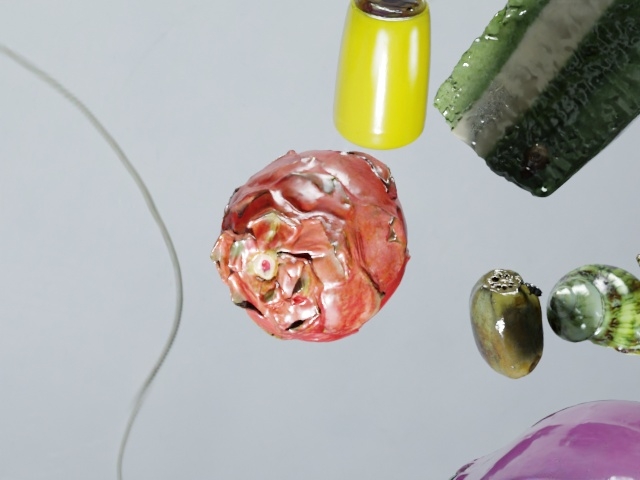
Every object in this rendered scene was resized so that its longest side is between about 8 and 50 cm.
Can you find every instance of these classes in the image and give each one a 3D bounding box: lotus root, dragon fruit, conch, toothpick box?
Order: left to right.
[{"bbox_3d":[-0.008,0.005,1.180,0.241,0.252,0.241,1,124,1],"label":"dragon fruit"},{"bbox_3d":[0.114,-0.314,1.746,0.175,0.175,0.271,-6,130,-11],"label":"toothpick box"},{"bbox_3d":[0.325,0.150,1.710,0.123,0.124,0.241,-20,130,-5],"label":"lotus root"},{"bbox_3d":[0.475,0.116,1.651,0.181,0.187,0.124,-15,127,-20],"label":"conch"}]

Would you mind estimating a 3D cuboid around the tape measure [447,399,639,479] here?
[{"bbox_3d":[0.185,0.226,0.634,0.149,0.245,0.231,-23,91,-50],"label":"tape measure"}]

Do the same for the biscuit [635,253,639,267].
[{"bbox_3d":[0.634,0.133,1.736,0.016,0.231,0.139,-34,151,32],"label":"biscuit"}]

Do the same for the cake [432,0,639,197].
[{"bbox_3d":[0.231,-0.185,0.784,0.158,0.172,0.283,44,82,10],"label":"cake"}]
